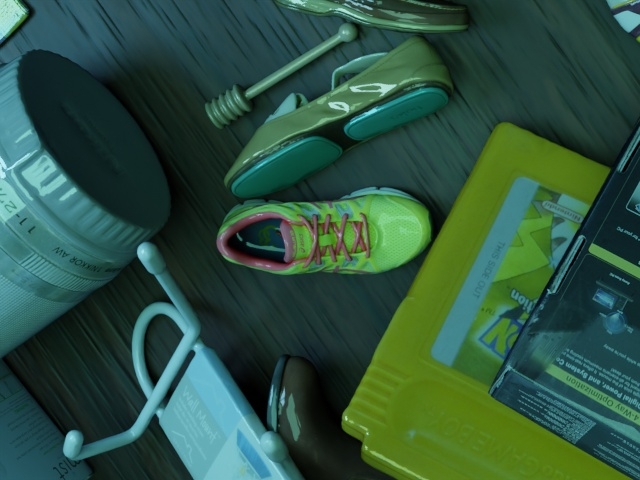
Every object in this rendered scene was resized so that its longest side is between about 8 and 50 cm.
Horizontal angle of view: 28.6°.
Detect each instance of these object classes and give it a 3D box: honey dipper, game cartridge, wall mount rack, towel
[{"bbox_3d":[-0.035,-0.157,1.162,0.161,0.030,0.030,-31,91,16],"label":"honey dipper"},{"bbox_3d":[0.207,0.090,1.035,0.285,0.052,0.323,26,67,9],"label":"game cartridge"},{"bbox_3d":[-0.105,0.173,1.107,0.350,0.130,0.304,52,132,27],"label":"wall mount rack"},{"bbox_3d":[-0.329,-0.220,1.240,0.083,0.009,0.060,-42,89,19],"label":"towel"}]

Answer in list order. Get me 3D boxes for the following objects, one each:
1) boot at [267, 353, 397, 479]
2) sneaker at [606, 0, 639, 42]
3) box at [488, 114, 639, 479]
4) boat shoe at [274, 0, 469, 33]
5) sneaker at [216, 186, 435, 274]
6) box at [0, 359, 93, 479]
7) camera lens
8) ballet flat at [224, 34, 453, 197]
[{"bbox_3d":[0.104,0.211,1.159,0.280,0.096,0.264,-12,95,16],"label":"boot"},{"bbox_3d":[0.318,-0.239,1.025,0.185,0.069,0.084,-41,93,18],"label":"sneaker"},{"bbox_3d":[0.378,0.078,0.970,0.395,0.097,0.318,29,69,8],"label":"box"},{"bbox_3d":[0.046,-0.220,1.107,0.178,0.064,0.060,15,106,15],"label":"boat shoe"},{"bbox_3d":[0.000,0.000,1.147,0.208,0.094,0.081,-5,98,15],"label":"sneaker"},{"bbox_3d":[-0.379,0.213,1.205,0.127,0.262,0.231,-39,89,19],"label":"box"},{"bbox_3d":[-0.305,-0.018,1.162,0.274,0.219,0.219,-35,90,18],"label":"camera lens"},{"bbox_3d":[0.011,-0.114,1.144,0.232,0.080,0.073,-24,66,16],"label":"ballet flat"}]
